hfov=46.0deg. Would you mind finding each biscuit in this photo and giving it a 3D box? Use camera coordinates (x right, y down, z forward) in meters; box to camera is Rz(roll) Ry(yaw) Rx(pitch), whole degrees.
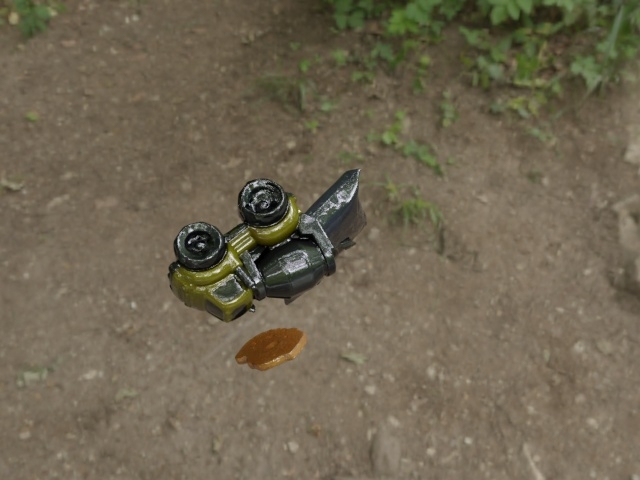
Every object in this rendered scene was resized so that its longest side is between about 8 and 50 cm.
[{"bbox_3d":[-0.077,0.174,1.204,0.130,0.019,0.102,-3,29,49],"label":"biscuit"}]

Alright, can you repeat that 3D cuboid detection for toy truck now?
[{"bbox_3d":[-0.097,0.034,1.082,0.224,0.147,0.165,-35,70,-22],"label":"toy truck"}]

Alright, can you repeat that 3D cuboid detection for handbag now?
[{"bbox_3d":[0.000,0.000,1.470,0.089,0.211,0.254,37,71,24],"label":"handbag"}]
